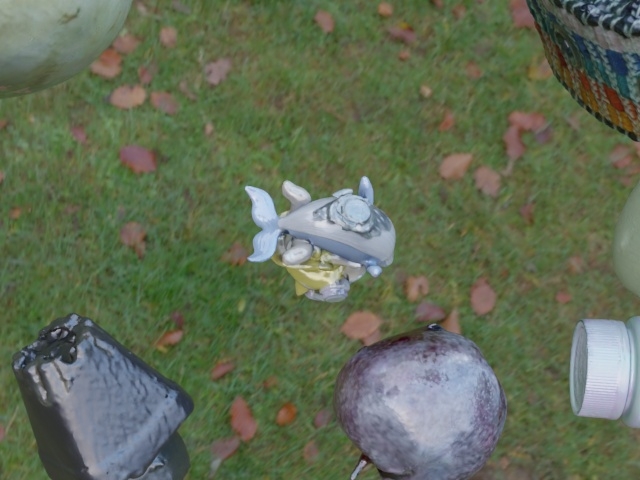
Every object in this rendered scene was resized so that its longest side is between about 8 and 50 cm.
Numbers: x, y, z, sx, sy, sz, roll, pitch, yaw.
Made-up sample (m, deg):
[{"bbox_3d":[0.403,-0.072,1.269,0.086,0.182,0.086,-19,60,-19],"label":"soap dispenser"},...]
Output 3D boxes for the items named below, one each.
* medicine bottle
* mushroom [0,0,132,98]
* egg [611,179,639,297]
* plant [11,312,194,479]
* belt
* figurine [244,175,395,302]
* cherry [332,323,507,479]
[{"bbox_3d":[0.429,0.164,1.459,0.225,0.139,0.139,4,65,2],"label":"medicine bottle"},{"bbox_3d":[-0.364,-0.275,1.218,0.352,0.352,0.260,-1,84,-18],"label":"mushroom"},{"bbox_3d":[0.476,-0.020,1.418,0.218,0.295,0.218,27,49,-35],"label":"egg"},{"bbox_3d":[-0.238,0.204,1.336,0.164,0.142,0.256,-48,126,-27],"label":"plant"},{"bbox_3d":[0.263,-0.186,0.886,0.207,0.160,0.295,-41,41,-6],"label":"belt"},{"bbox_3d":[0.000,0.000,1.399,0.208,0.184,0.128,12,61,-27],"label":"figurine"},{"bbox_3d":[0.116,0.190,1.326,0.195,0.195,0.195,7,66,-15],"label":"cherry"}]
